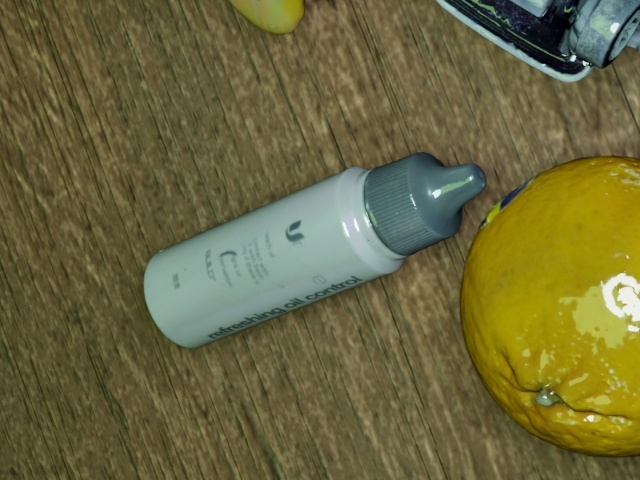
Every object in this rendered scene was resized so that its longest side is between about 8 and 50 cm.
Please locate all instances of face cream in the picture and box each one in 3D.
[{"bbox_3d":[0.000,0.000,1.555,0.311,0.092,0.092,-23,86,33],"label":"face cream"}]

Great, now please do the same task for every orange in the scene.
[{"bbox_3d":[0.203,0.048,1.381,0.219,0.193,0.219,6,112,16],"label":"orange"}]

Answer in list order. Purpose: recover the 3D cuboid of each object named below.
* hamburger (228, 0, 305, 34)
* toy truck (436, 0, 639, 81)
[{"bbox_3d":[-0.093,-0.310,1.497,0.261,0.186,0.302,-45,65,29],"label":"hamburger"},{"bbox_3d":[0.218,-0.289,1.308,0.177,0.178,0.363,34,116,15],"label":"toy truck"}]
